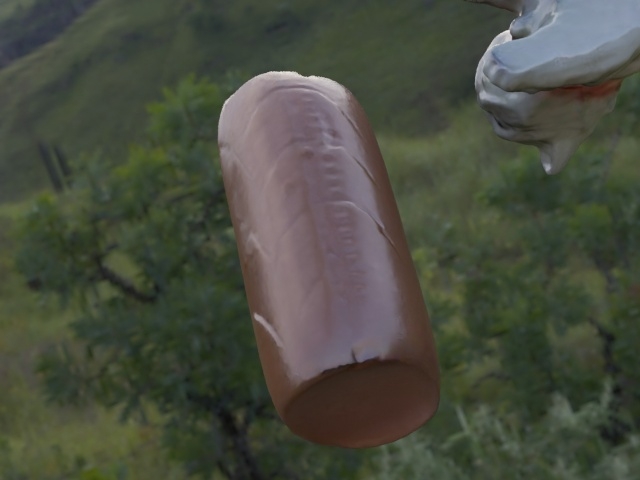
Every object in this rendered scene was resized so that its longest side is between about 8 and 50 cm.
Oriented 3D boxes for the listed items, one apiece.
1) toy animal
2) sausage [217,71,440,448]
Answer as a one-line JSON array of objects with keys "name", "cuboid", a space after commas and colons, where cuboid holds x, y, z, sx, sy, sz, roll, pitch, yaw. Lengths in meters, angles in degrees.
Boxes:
[{"name": "toy animal", "cuboid": [0.234, -0.227, 1.333, 0.266, 0.308, 0.188, -21, -40, -3]}, {"name": "sausage", "cuboid": [0.000, -0.001, 1.026, 0.121, 0.304, 0.121, -9, -39, -7]}]
